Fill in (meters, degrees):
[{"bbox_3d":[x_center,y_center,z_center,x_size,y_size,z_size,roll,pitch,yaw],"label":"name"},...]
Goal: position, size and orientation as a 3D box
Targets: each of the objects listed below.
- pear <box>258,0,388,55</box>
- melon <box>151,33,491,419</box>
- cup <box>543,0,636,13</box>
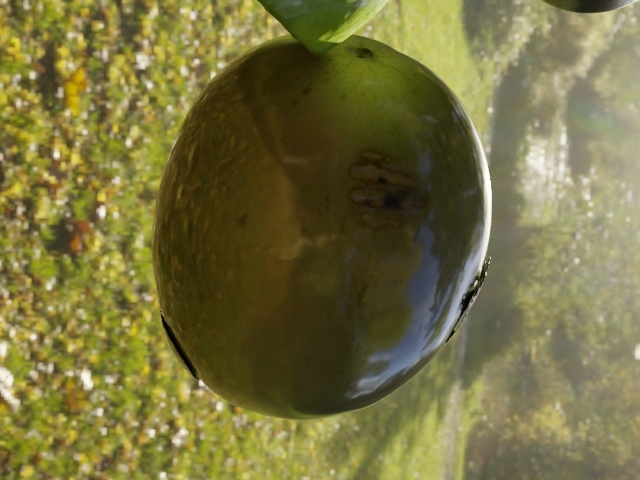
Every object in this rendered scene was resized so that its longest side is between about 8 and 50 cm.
[{"bbox_3d":[-0.037,-0.250,0.613,0.292,0.159,0.292,46,11,-12],"label":"pear"},{"bbox_3d":[0.000,0.000,0.849,0.268,0.268,0.330,-62,167,-58],"label":"melon"},{"bbox_3d":[0.240,-0.247,0.799,0.166,0.239,0.177,-42,166,-6],"label":"cup"}]
